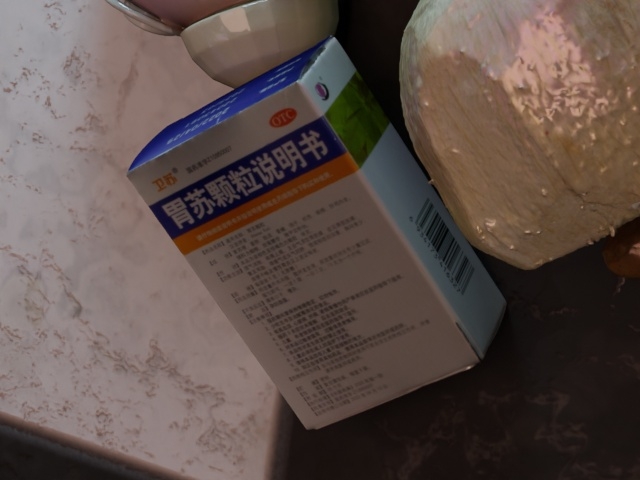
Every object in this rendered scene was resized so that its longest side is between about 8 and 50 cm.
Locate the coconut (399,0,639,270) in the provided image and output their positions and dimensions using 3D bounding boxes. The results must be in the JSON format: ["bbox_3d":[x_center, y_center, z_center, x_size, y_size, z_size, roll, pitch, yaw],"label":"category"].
[{"bbox_3d":[0.200,-0.140,1.355,0.297,0.297,0.254,-23,97,31],"label":"coconut"}]

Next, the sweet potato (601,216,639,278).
[{"bbox_3d":[0.388,-0.042,1.371,0.354,0.095,0.106,-31,126,32],"label":"sweet potato"}]

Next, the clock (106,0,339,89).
[{"bbox_3d":[-0.097,-0.332,1.577,0.342,0.184,0.326,38,118,26],"label":"clock"}]

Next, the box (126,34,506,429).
[{"bbox_3d":[0.000,0.000,1.538,0.200,0.106,0.299,-25,106,30],"label":"box"}]
